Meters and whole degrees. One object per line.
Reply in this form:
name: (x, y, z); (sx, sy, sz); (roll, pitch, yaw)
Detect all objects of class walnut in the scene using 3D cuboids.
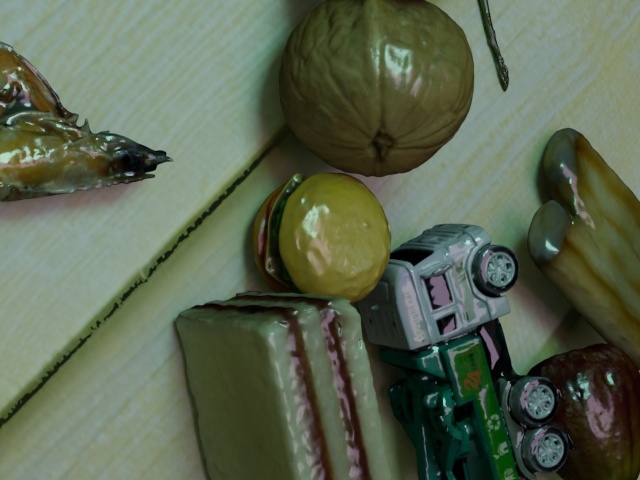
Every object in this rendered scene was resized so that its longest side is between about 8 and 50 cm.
walnut: (0.063, -0.184, 1.672); (0.228, 0.228, 0.228); (3, 85, -38)

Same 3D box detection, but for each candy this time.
candy: (-0.031, 0.214, 1.595); (0.135, 0.179, 0.321); (-17, 97, -37)

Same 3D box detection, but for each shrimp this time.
shrimp: (-0.294, -0.118, 1.485); (0.316, 0.062, 0.164); (3, 82, -36)

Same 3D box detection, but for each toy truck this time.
toy truck: (0.164, 0.168, 1.763); (0.178, 0.176, 0.364); (-17, 99, -25)

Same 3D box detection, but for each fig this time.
fig: (0.363, 0.270, 1.914); (0.170, 0.145, 0.274); (-18, 84, -38)

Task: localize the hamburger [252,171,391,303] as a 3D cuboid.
hamburger: (0.000, 0.000, 1.673); (0.162, 0.115, 0.162); (5, 81, -39)

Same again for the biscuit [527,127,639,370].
biscuit: (0.379, 0.014, 1.980); (0.290, 0.062, 0.237); (41, 47, -29)

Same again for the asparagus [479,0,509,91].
asparagus: (0.223, -0.273, 1.930); (0.016, 0.016, 0.163); (-27, 104, -56)
